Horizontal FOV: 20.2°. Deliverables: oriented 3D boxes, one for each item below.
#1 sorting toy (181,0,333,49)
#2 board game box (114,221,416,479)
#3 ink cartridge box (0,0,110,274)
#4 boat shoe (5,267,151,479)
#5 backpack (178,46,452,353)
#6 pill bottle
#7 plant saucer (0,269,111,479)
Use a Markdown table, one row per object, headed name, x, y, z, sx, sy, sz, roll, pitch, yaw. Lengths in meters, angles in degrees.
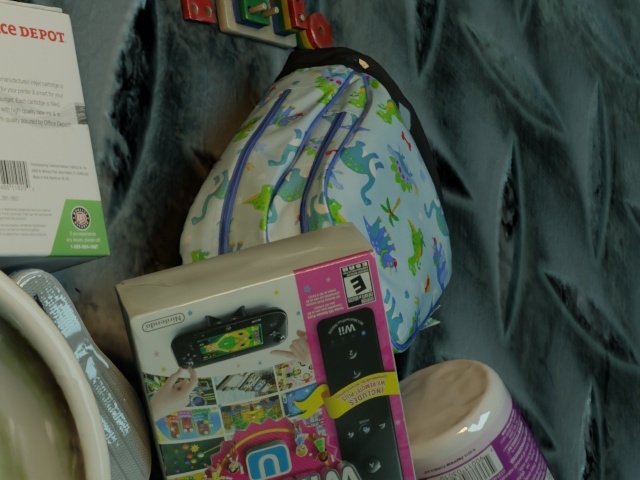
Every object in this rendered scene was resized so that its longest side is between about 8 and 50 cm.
| name | x | y | z | sx | sy | sz | roll | pitch | yaw |
| --- | --- | --- | --- | --- | --- | --- | --- | --- | --- |
| sorting toy | -0.068 | -0.287 | 1.955 | 0.274 | 0.046 | 0.132 | 6 | 72 | -56 |
| board game box | -0.040 | 0.161 | 1.591 | 0.097 | 0.224 | 0.303 | -130 | -153 | -66 |
| ink cartridge box | -0.274 | -0.084 | 1.502 | 0.160 | 0.092 | 0.220 | 1 | 76 | -58 |
| boat shoe | -0.216 | 0.121 | 1.526 | 0.083 | 0.075 | 0.226 | -32 | 110 | -34 |
| backpack | 0.000 | 0.000 | 1.791 | 0.355 | 0.273 | 0.290 | -41 | 120 | -42 |
| pill bottle | 0.184 | 0.294 | 2.004 | 0.302 | 0.169 | 0.169 | 60 | 35 | -24 |
| plant saucer | -0.340 | 0.182 | 1.198 | 0.400 | 0.100 | 0.401 | 0 | 90 | -28 |
